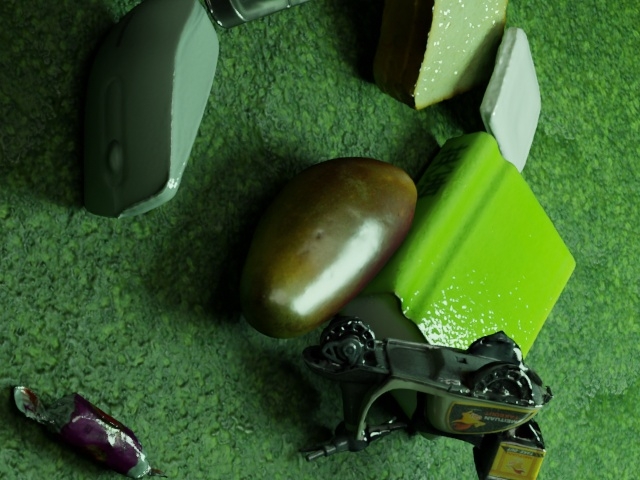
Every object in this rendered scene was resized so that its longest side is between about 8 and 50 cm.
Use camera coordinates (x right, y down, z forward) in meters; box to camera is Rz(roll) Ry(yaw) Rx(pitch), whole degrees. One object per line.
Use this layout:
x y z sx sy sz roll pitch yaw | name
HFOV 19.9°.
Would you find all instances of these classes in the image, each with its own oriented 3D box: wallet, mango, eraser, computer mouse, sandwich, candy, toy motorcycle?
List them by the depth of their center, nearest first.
-0.201 0.173 1.631 0.175 0.045 0.043 36 93 -36 | candy
-0.165 -0.128 1.661 0.079 0.128 0.230 31 59 -37 | computer mouse
0.000 0.000 1.804 0.267 0.111 0.133 -44 129 -41 | mango
0.103 0.159 1.817 0.263 0.091 0.157 11 116 -9 | toy motorcycle
0.139 -0.258 1.946 0.186 0.065 0.214 -27 134 -45 | sandwich
0.149 0.047 1.957 0.210 0.092 0.274 55 49 -22 | eraser
0.214 -0.152 2.042 0.183 0.032 0.124 59 45 -64 | wallet

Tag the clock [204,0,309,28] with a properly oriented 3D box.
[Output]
-0.091 -0.350 1.774 0.279 0.049 0.273 -34 108 -67 | clock
